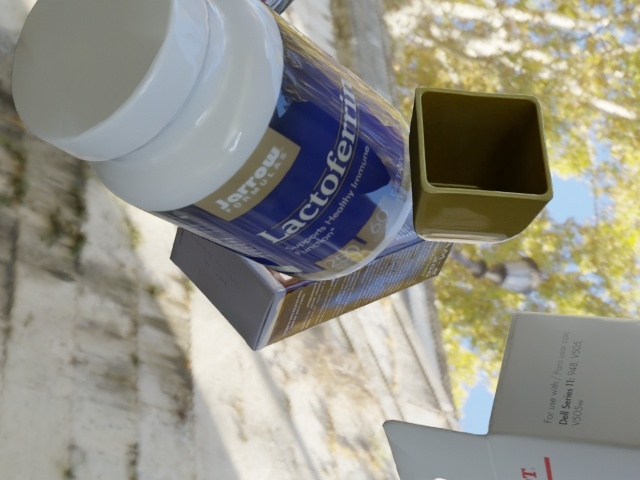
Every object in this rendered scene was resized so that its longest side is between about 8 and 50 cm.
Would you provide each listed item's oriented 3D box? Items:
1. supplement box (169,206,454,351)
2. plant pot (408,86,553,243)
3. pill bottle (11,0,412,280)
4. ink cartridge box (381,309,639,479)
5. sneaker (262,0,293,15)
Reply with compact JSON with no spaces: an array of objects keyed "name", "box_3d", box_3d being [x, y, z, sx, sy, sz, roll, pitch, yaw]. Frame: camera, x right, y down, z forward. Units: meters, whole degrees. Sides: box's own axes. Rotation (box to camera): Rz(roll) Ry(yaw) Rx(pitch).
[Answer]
[{"name":"supplement box","box_3d":[0.000,0.000,0.935,0.130,0.239,0.073,45,-47,28]},{"name":"plant pot","box_3d":[0.094,-0.039,0.666,0.083,0.081,0.081,104,-12,-57]},{"name":"pill bottle","box_3d":[-0.059,-0.076,0.677,0.153,0.264,0.153,-12,-113,31]},{"name":"ink cartridge box","box_3d":[0.241,0.161,0.734,0.353,0.207,0.119,3,-135,22]},{"name":"sneaker","box_3d":[-0.049,-0.208,0.798,0.075,0.063,0.170,-45,179,-24]}]
